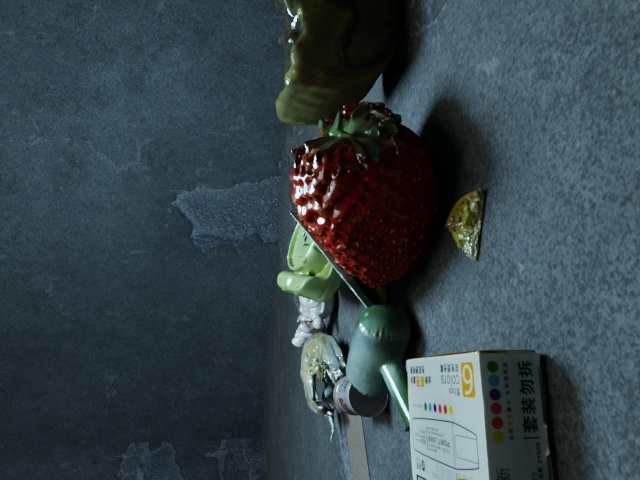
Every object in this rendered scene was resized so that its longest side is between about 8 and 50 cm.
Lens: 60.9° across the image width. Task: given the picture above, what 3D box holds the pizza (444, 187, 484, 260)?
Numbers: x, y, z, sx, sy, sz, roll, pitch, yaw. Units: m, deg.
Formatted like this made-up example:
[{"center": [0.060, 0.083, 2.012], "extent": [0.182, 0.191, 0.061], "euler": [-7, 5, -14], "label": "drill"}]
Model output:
[{"center": [0.233, -0.020, 0.870], "extent": [0.123, 0.026, 0.108], "euler": [115, 153, -61], "label": "pizza"}]

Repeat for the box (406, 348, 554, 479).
[{"center": [0.210, 0.267, 0.768], "extent": [0.274, 0.091, 0.220], "euler": [124, 145, -70], "label": "box"}]

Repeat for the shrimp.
[{"center": [0.014, 0.409, 1.619], "extent": [0.360, 0.085, 0.246], "euler": [-156, 76, -66], "label": "shrimp"}]

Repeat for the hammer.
[{"center": [0.150, 0.290, 1.062], "extent": [0.335, 0.119, 0.206], "euler": [-116, 27, -54], "label": "hammer"}]

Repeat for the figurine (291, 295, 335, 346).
[{"center": [-0.012, 0.242, 1.811], "extent": [0.182, 0.145, 0.256], "euler": [-67, -16, -61], "label": "figurine"}]

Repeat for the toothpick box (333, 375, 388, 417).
[{"center": [0.094, 0.371, 1.307], "extent": [0.149, 0.099, 0.098], "euler": [130, 141, -70], "label": "toothpick box"}]

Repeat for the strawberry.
[{"center": [0.106, -0.081, 1.050], "extent": [0.351, 0.267, 0.312], "euler": [66, -149, -27], "label": "strawberry"}]

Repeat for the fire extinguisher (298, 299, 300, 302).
[{"center": [-0.044, 0.198, 2.022], "extent": [0.231, 0.099, 0.071], "euler": [-126, 35, -74], "label": "fire extinguisher"}]

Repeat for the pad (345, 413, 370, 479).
[{"center": [0.099, 0.572, 1.491], "extent": [0.176, 0.002, 0.266], "euler": [106, 162, -52], "label": "pad"}]

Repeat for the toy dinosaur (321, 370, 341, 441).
[{"center": [0.031, 0.509, 1.721], "extent": [0.167, 0.053, 0.242], "euler": [116, 153, -67], "label": "toy dinosaur"}]

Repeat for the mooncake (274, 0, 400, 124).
[{"center": [-0.017, -0.499, 1.263], "extent": [0.393, 0.394, 0.246], "euler": [-50, 4, -18], "label": "mooncake"}]

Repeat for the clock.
[{"center": [0.000, 0.000, 1.597], "extent": [0.348, 0.117, 0.286], "euler": [-70, 18, -7], "label": "clock"}]

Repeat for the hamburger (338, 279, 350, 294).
[{"center": [0.073, 0.091, 1.591], "extent": [0.084, 0.054, 0.121], "euler": [115, 154, -51], "label": "hamburger"}]

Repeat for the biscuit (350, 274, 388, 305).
[{"center": [0.081, 0.049, 1.291], "extent": [0.254, 0.035, 0.254], "euler": [53, 169, 14], "label": "biscuit"}]

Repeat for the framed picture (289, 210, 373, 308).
[{"center": [0.048, 0.070, 1.225], "extent": [0.231, 0.018, 0.293], "euler": [51, 179, 34], "label": "framed picture"}]
